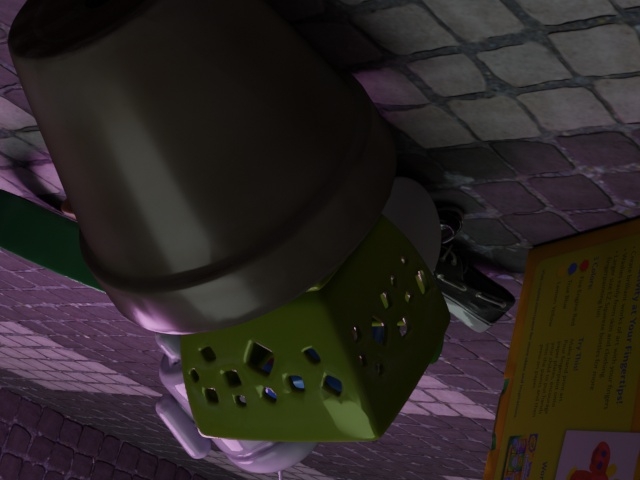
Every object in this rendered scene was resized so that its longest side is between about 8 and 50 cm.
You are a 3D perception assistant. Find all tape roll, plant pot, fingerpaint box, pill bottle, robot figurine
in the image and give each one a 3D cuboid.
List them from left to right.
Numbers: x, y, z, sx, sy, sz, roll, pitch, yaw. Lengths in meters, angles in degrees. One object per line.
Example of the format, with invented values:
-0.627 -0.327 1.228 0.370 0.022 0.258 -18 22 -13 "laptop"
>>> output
-0.334 0.022 1.744 0.321 0.077 0.321 24 177 1 "tape roll"
-0.128 -0.122 1.094 0.323 0.323 0.280 1 139 34 "plant pot"
-0.120 0.232 1.909 0.300 0.200 0.353 -34 110 12 "robot figurine"
-0.023 0.062 1.244 0.228 0.227 0.207 -6 118 31 "plant pot"
0.000 0.000 1.456 0.278 0.162 0.162 -6 150 44 "pill bottle"
0.364 0.205 1.309 0.163 0.445 0.371 24 158 -23 "fingerpaint box"

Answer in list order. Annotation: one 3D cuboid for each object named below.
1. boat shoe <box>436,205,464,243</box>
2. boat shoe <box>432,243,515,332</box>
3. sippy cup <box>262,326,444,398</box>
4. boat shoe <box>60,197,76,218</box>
0.121 -0.007 1.476 0.125 0.038 0.046 -15 117 33 "boat shoe"
0.163 0.037 1.572 0.219 0.078 0.070 33 122 -21 "boat shoe"
0.005 0.138 1.669 0.240 0.224 0.305 25 148 -21 "sippy cup"
-0.297 -0.037 1.702 0.170 0.063 0.059 5 138 32 "boat shoe"
